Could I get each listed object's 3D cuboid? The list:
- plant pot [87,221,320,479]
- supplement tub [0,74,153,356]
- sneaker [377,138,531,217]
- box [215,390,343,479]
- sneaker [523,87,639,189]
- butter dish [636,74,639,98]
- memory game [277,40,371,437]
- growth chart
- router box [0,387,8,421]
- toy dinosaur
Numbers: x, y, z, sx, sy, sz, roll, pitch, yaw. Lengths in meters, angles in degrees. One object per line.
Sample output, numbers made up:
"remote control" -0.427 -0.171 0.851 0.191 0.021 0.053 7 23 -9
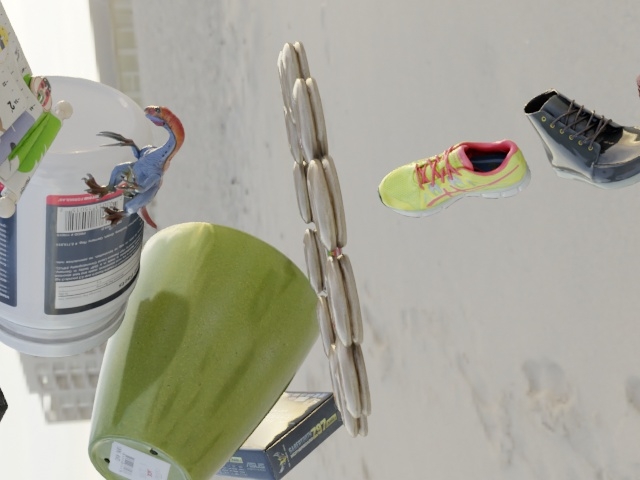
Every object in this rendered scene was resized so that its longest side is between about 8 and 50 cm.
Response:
"plant pot" -0.170 0.175 1.138 0.275 0.275 0.293 94 -166 -44
"supplement tub" -0.290 -0.025 0.978 0.191 0.191 0.272 -100 20 -50
"sneaker" 0.176 -0.096 1.197 0.094 0.208 0.081 62 -164 -62
"box" -0.103 0.304 1.408 0.233 0.183 0.059 -8 106 41
"sneaker" 0.350 -0.137 1.161 0.118 0.083 0.222 49 166 -19
"butter dish" 0.238 -0.074 0.400 0.118 0.160 0.160 -66 -19 8
"memory game" 0.000 0.000 0.415 0.186 0.012 0.186 170 90 -86
"growth chart" -0.252 -0.132 0.643 0.237 0.021 0.172 77 -165 -46
"router box" -0.250 0.132 0.431 0.046 0.133 0.179 47 115 37
"toy dinosaur" -0.105 -0.047 0.531 0.047 0.082 0.090 63 -160 13
